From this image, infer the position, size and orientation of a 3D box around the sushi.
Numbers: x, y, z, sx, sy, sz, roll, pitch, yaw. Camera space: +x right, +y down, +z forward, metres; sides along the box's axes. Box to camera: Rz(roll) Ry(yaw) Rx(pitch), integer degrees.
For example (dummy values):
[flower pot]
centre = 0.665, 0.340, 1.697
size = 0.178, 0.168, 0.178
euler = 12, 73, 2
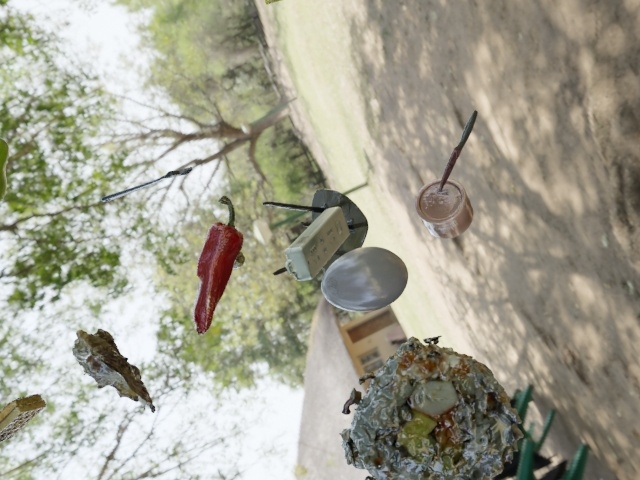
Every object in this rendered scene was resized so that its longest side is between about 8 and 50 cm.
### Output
[sushi]
centre = 0.241, 0.424, 1.525
size = 0.417, 0.418, 0.176
euler = 63, 177, -19

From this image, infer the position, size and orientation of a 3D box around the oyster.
[oyster]
centre = -0.598, 0.355, 1.883
size = 0.361, 0.221, 0.096
euler = 60, -138, -36

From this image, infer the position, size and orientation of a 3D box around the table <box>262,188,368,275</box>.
[table]
centre = -0.050, -0.042, 2.293
size = 0.317, 0.249, 0.317
euler = 9, 101, 52

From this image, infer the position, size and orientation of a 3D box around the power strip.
[power strip]
centre = 0.000, 0.000, 1.841
size = 0.338, 0.058, 0.098
euler = -49, -58, -55

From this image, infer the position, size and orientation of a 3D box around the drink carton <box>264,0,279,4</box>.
[drink carton]
centre = -0.131, -0.731, 1.498
size = 0.154, 0.111, 0.351
euler = -75, -31, -43

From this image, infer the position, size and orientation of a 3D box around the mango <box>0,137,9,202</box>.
[mango]
centre = -1.039, -0.196, 2.023
size = 0.175, 0.293, 0.143
euler = 8, -142, -39

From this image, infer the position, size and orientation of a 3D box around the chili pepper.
[chili pepper]
centre = -0.285, 0.069, 1.833
size = 0.110, 0.110, 0.387
euler = 54, -129, -81

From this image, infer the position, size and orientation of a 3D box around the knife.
[knife]
centre = 0.374, -0.244, 1.815
size = 0.018, 0.247, 0.035
euler = 22, 175, 34

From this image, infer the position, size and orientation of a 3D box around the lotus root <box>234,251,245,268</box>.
[lotus root]
centre = -0.268, 0.060, 2.001
size = 0.049, 0.099, 0.054
euler = 0, -101, -58

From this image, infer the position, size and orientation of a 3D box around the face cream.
[face cream]
centre = 0.355, -0.092, 1.910
size = 0.104, 0.149, 0.149
euler = 47, -166, -55

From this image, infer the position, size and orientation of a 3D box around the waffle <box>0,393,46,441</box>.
[waffle]
centre = -0.747, 0.433, 1.611
size = 0.042, 0.148, 0.102
euler = 51, -169, 13

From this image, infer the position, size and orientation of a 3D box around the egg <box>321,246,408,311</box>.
[egg]
centre = 0.100, 0.089, 1.509
size = 0.146, 0.199, 0.146
euler = -11, -90, -84

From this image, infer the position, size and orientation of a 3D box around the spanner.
[spanner]
centre = -0.364, -0.118, 1.399
size = 0.046, 0.209, 0.012
euler = -5, -104, -82
